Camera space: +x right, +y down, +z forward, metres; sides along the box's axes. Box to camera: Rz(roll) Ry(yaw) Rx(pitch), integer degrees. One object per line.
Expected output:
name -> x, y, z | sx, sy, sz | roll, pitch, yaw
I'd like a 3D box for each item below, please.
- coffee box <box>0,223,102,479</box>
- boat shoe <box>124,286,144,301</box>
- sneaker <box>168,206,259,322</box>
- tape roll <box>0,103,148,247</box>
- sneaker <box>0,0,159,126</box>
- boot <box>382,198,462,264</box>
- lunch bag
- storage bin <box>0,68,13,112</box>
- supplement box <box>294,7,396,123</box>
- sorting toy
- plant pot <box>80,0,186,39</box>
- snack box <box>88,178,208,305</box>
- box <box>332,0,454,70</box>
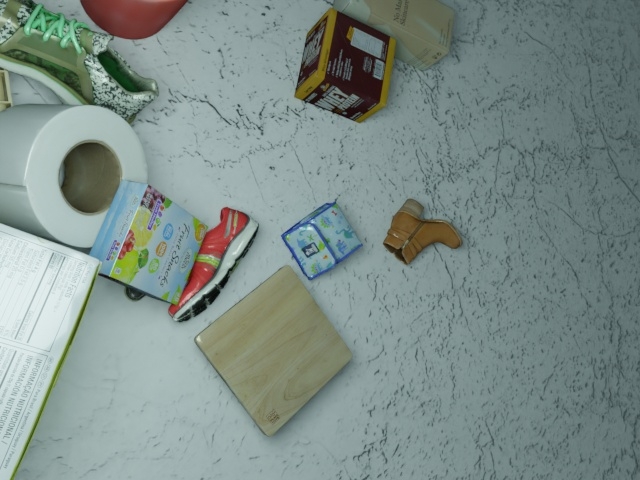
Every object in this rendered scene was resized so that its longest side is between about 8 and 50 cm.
coffee box -> -0.573, 0.148, 0.868 | 0.334, 0.337, 0.338 | 23, 70, -22
boat shoe -> -0.346, 0.055, 1.163 | 0.056, 0.049, 0.152 | 34, 67, -18
sneaker -> -0.244, 0.047, 1.206 | 0.118, 0.107, 0.279 | 32, 64, 2
tape roll -> -0.457, -0.118, 1.013 | 0.246, 0.169, 0.246 | -22, 117, -55
sneaker -> -0.462, -0.363, 1.039 | 0.410, 0.182, 0.158 | 37, 45, -45
boot -> 0.261, 0.004, 1.469 | 0.197, 0.073, 0.152 | 34, 66, -4
lunch bag -> 0.000, 0.000, 1.329 | 0.151, 0.096, 0.129 | -34, 99, -13
storage bin -> -0.699, -0.282, 1.009 | 0.260, 0.123, 0.262 | -8, 84, -28
supplement box -> 0.062, -0.428, 1.415 | 0.194, 0.129, 0.191 | 17, 74, -23
sorting toy -> -0.105, 0.232, 1.229 | 0.257, 0.089, 0.255 | -38, 98, -27
plant pot -> -0.379, -0.552, 1.152 | 0.275, 0.243, 0.275 | 5, 78, -27
snack box -> -0.315, 0.009, 1.061 | 0.207, 0.070, 0.174 | 45, 60, -63
box -> 0.192, -0.593, 1.517 | 0.311, 0.121, 0.148 | 16, 74, -24
